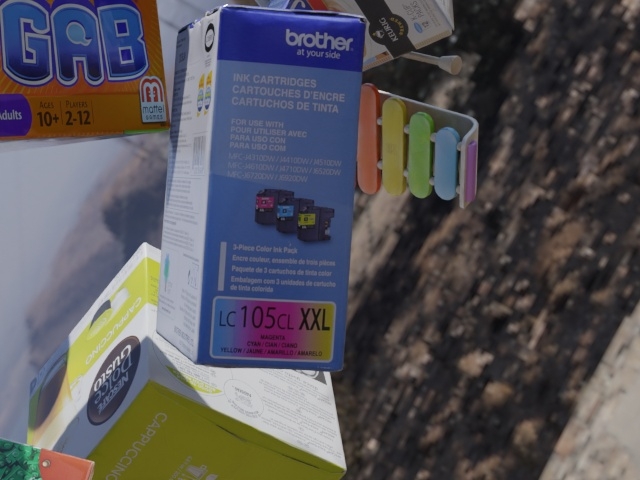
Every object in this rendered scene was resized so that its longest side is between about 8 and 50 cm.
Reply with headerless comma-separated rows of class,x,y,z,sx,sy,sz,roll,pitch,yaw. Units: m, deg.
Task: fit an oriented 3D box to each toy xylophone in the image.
toy xylophone,0.119,-0.178,2.154,0.081,0.323,0.236,-29,-60,-42

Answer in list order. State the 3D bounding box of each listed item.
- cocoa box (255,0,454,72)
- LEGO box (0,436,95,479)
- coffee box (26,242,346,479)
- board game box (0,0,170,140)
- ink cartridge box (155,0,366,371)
cocoa box,0.012,-0.436,2.001,0.228,0.347,0.231,-21,39,21
LEGO box,-0.482,0.376,1.584,0.500,0.373,0.193,118,166,-57
coffee box,-0.209,0.276,2.090,0.337,0.338,0.334,-50,27,24
board game box,-0.449,-0.287,1.749,0.356,0.356,0.356,-12,-84,-61
ink cartridge box,-0.065,-0.083,1.396,0.270,0.151,0.395,-168,81,-75
